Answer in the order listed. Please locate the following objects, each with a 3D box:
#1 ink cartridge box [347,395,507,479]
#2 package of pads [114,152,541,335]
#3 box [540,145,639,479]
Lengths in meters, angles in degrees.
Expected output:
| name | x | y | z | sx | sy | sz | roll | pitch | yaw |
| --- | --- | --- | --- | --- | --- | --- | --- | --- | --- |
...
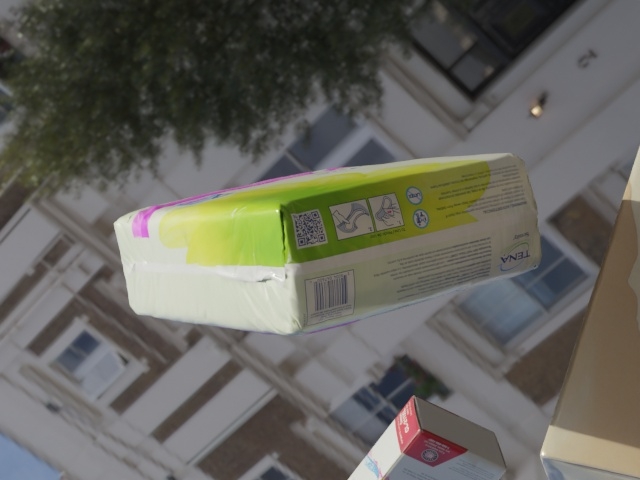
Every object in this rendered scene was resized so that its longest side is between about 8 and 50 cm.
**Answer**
| name | x | y | z | sx | sy | sz | roll | pitch | yaw |
| --- | --- | --- | --- | --- | --- | --- | --- | --- | --- |
| ink cartridge box | 0.119 | 0.292 | 1.305 | 0.127 | 0.175 | 0.072 | 27 | -156 | -18 |
| package of pads | 0.000 | 0.000 | 0.854 | 0.229 | 0.297 | 0.101 | -13 | -83 | -31 |
| box | 0.277 | 0.067 | 0.810 | 0.311 | 0.121 | 0.148 | -64 | -33 | -28 |
